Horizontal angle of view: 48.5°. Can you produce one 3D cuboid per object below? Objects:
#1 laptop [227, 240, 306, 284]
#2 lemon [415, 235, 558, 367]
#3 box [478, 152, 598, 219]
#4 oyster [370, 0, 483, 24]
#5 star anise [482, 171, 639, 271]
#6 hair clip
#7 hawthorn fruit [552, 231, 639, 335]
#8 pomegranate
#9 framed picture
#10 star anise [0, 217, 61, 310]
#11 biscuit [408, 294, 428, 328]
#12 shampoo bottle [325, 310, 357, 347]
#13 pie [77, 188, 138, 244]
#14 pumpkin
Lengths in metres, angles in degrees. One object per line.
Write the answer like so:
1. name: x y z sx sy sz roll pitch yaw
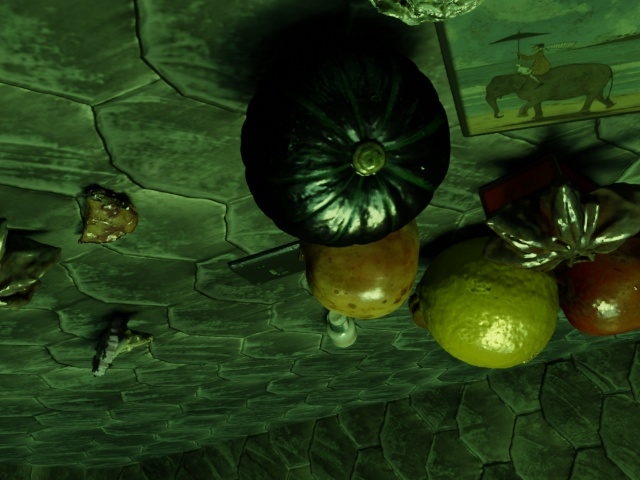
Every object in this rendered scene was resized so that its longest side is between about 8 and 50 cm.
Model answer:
1. laptop: -0.078 0.045 1.412 0.180 0.016 0.129 -18 156 15
2. lemon: 0.344 0.124 1.448 0.293 0.293 0.293 -9 156 -4
3. box: 0.415 -0.065 1.299 0.153 0.074 0.240 -32 149 30
4. oyster: 0.114 -0.281 0.711 0.177 0.064 0.125 8 137 -15
5. star anise: 0.410 -0.028 1.177 0.315 0.108 0.315 -7 152 -4
6. hair clip: -0.453 0.237 1.577 0.085 0.106 0.292 18 149 -26
7. hawthorn fruit: 0.626 0.060 1.462 0.300 0.254 0.254 -16 156 4
8. pomegranate: 0.061 0.019 1.187 0.215 0.215 0.215 -9 156 -4
9. framed picture: 0.288 -0.232 0.890 0.265 0.016 0.347 -6 158 15
10. star anise: -0.570 0.048 1.090 0.332 0.117 0.331 -5 160 -2
11. biscuit: 0.329 0.157 1.771 0.221 0.066 0.220 -10 154 -5
12. shampoo bottle: 0.048 0.210 1.760 0.074 0.074 0.192 -12 157 4
13. pie: -0.331 -0.033 1.108 0.092 0.034 0.170 2 153 -17
14. pumpkin: 0.020 -0.121 0.864 0.248 0.248 0.248 -9 156 -4
